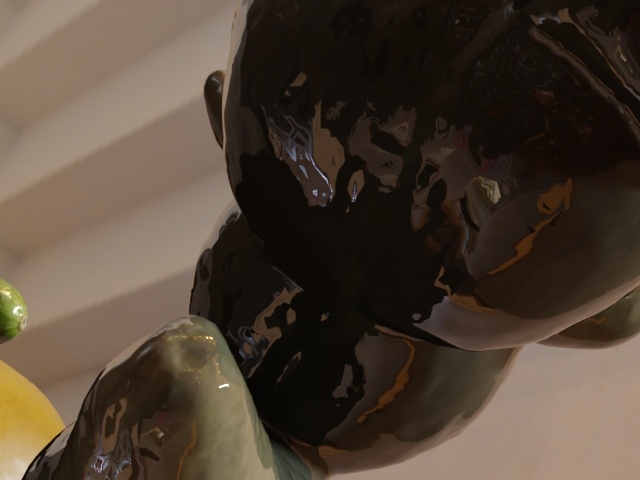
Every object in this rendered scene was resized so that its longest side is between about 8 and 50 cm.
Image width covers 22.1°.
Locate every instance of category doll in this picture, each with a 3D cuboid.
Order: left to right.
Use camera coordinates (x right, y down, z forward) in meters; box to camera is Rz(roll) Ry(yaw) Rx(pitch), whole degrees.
[{"bbox_3d":[0.031,0.016,0.713,0.382,0.252,0.378,105,4,-53],"label":"doll"}]

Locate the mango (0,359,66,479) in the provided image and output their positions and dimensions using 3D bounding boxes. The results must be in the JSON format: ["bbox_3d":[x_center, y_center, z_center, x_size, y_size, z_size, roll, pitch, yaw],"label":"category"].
[{"bbox_3d":[-0.319,0.208,0.963,0.446,0.300,0.232,-38,177,-43],"label":"mango"}]

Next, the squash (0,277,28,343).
[{"bbox_3d":[-0.372,0.038,1.452,0.069,0.239,0.069,15,90,-84],"label":"squash"}]
